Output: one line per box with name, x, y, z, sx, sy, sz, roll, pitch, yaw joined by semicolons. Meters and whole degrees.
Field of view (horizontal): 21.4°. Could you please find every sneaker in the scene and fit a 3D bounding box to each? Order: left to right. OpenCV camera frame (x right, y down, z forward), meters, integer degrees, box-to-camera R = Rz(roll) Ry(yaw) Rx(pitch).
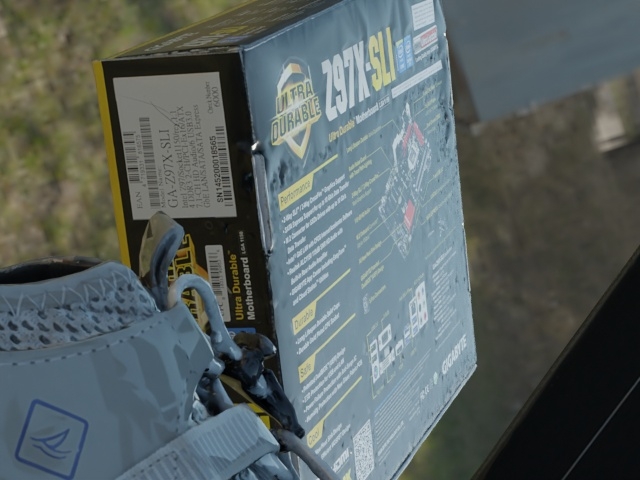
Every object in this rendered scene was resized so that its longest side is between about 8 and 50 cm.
sneaker;-0.030;0.054;0.350;0.281;0.105;0.115;26;75;-34

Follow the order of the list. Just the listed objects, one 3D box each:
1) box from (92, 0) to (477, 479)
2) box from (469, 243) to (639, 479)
box;0.000;0.000;0.888;0.322;0.079;0.257;-41;125;-65
box;0.121;0.121;0.473;0.184;0.261;0.103;39;26;14
